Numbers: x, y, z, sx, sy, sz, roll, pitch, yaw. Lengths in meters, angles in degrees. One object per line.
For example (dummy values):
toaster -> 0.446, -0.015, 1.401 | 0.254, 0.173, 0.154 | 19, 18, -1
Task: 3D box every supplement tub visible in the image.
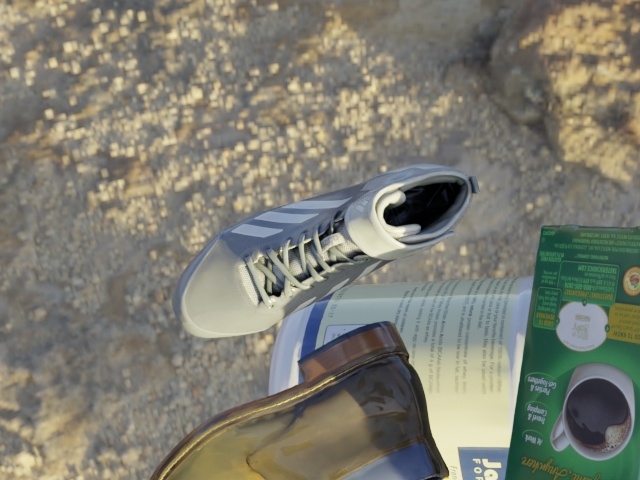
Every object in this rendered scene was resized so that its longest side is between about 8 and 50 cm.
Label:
supplement tub -> 0.136, 0.154, 1.140 | 0.325, 0.235, 0.235 | -4, 46, 20

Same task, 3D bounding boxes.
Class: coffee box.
coffee box -> 0.154, 0.084, 0.633 | 0.040, 0.184, 0.113 | 10, -4, -27

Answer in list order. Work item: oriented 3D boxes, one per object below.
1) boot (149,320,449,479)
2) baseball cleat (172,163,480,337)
boot -> -0.019, 0.154, 0.766 | 0.219, 0.082, 0.106 | -37, 63, 19
baseball cleat -> 0.000, 0.000, 0.728 | 0.206, 0.109, 0.072 | -28, 90, -5
